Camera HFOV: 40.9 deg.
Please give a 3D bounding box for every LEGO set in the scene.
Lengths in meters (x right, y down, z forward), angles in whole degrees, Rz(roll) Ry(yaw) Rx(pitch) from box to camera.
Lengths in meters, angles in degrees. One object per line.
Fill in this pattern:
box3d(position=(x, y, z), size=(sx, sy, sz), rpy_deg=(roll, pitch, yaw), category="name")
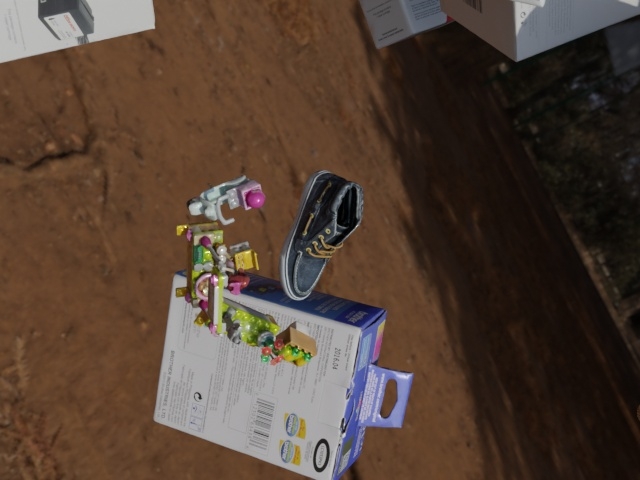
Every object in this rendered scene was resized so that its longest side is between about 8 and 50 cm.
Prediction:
box3d(position=(-0.083, 0.076, 0.975), size=(0.107, 0.132, 0.287), rpy_deg=(47, -19, 53), category="LEGO set")

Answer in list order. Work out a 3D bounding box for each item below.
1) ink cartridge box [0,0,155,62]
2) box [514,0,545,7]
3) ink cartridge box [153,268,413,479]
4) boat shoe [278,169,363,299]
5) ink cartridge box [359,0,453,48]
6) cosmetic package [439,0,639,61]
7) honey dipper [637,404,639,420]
box3d(position=(-0.467, -0.426, 1.450), size=(0.223, 0.307, 0.129), rpy_deg=(48, -32, 40), category="ink cartridge box")
box3d(position=(0.242, -0.350, 1.061), size=(0.102, 0.101, 0.087), rpy_deg=(-57, 159, -56), category="box")
box3d(position=(-0.056, 0.217, 1.404), size=(0.151, 0.395, 0.270), rpy_deg=(-22, 125, -66), category="ink cartridge box")
box3d(position=(0.000, 0.000, 1.152), size=(0.065, 0.183, 0.083), rpy_deg=(8, 9, -37), category="boat shoe")
box3d(position=(0.159, -0.529, 1.628), size=(0.197, 0.114, 0.273), rpy_deg=(-27, 101, -35), category="ink cartridge box")
box3d(position=(0.325, -0.402, 1.288), size=(0.224, 0.224, 0.138), rpy_deg=(-125, -164, -48), category="cosmetic package")
box3d(position=(0.234, 0.187, 0.582), size=(0.030, 0.030, 0.161), rpy_deg=(-40, 118, -78), category="honey dipper")
